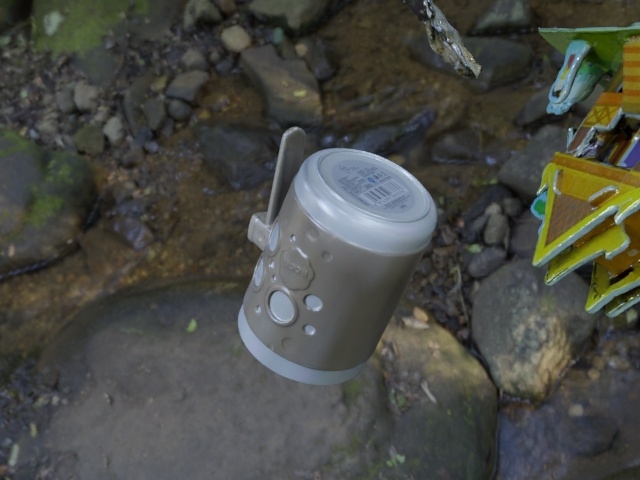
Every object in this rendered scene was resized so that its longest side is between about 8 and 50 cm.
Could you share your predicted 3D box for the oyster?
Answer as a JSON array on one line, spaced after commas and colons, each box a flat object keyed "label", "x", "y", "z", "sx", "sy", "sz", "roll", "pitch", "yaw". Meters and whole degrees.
[{"label": "oyster", "x": 0.067, "y": -0.130, "z": 0.468, "sx": 0.019, "sy": 0.083, "sz": 0.054, "roll": -35, "pitch": 14, "yaw": 18}]

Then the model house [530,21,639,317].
[{"label": "model house", "x": 0.346, "y": -0.088, "z": 0.973, "sx": 0.313, "sy": 0.242, "sz": 0.357, "roll": -55, "pitch": 22, "yaw": 4}]

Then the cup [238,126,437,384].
[{"label": "cup", "x": 0.008, "y": 0.003, "z": 0.392, "sx": 0.074, "sy": 0.099, "sz": 0.102, "roll": 15, "pitch": 35, "yaw": -15}]
